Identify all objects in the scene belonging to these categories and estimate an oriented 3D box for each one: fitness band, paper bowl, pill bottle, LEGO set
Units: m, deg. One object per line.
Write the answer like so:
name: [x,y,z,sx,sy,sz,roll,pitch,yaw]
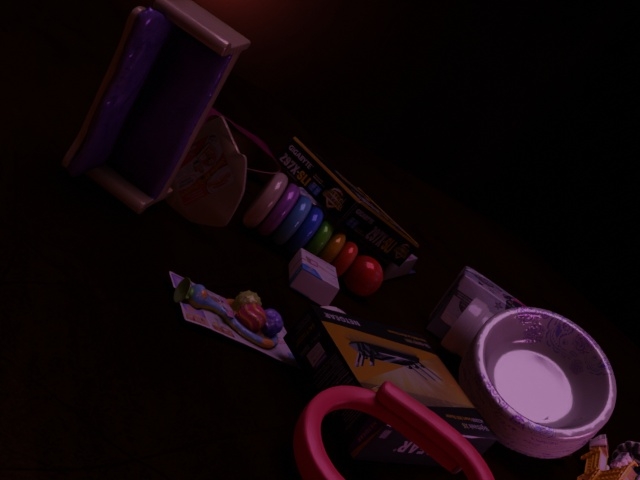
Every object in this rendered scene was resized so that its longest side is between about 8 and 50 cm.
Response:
fitness band: [0.099,0.300,1.144,0.291,0.054,0.209,36,41,4]
paper bowl: [0.405,0.281,1.695,0.284,0.148,0.284,9,50,-10]
pill bottle: [0.406,0.257,1.894,0.278,0.162,0.162,37,15,13]
LEGO set: [0.586,0.471,1.723,0.107,0.132,0.287,51,-9,0]

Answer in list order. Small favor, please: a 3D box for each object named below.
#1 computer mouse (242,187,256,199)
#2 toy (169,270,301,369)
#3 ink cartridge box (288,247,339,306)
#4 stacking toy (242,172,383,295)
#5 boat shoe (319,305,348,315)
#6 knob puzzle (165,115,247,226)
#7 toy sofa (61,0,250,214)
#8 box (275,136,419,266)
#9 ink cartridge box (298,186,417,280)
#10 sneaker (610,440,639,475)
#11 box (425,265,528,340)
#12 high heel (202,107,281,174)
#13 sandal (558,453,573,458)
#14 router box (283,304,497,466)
computer mouse: [-0.172,-0.100,2.047,0.242,0.041,0.071,34,21,-30]
toy: [-0.121,0.114,1.404,0.237,0.056,0.137,25,18,-32]
ink cartridge box: [-0.015,0.073,1.781,0.088,0.052,0.122,31,13,-13]
stacking toy: [0.000,0.000,1.911,0.330,0.141,0.141,36,14,-9]
boat shoe: [0.043,0.173,1.581,0.184,0.066,0.063,34,10,-43]
knob puzzle: [-0.217,-0.116,1.706,0.213,0.213,0.030,39,15,17]
toy sofa: [-0.286,-0.229,1.532,0.150,0.362,0.177,36,25,6]
box: [0.066,-0.085,2.055,0.257,0.079,0.322,49,9,35]
ink cartridge box: [0.094,-0.024,2.310,0.324,0.071,0.330,38,16,16]
sneaker: [0.778,0.542,1.860,0.330,0.130,0.147,43,19,33]
box: [0.393,0.198,2.050,0.247,0.163,0.142,35,13,4]
high heel: [-0.229,-0.245,2.169,0.181,0.127,0.377,28,8,20]
sandal: [0.418,0.364,1.776,0.219,0.060,0.090,36,15,9]
router box: [0.115,0.239,1.416,0.309,0.081,0.243,19,28,-46]
